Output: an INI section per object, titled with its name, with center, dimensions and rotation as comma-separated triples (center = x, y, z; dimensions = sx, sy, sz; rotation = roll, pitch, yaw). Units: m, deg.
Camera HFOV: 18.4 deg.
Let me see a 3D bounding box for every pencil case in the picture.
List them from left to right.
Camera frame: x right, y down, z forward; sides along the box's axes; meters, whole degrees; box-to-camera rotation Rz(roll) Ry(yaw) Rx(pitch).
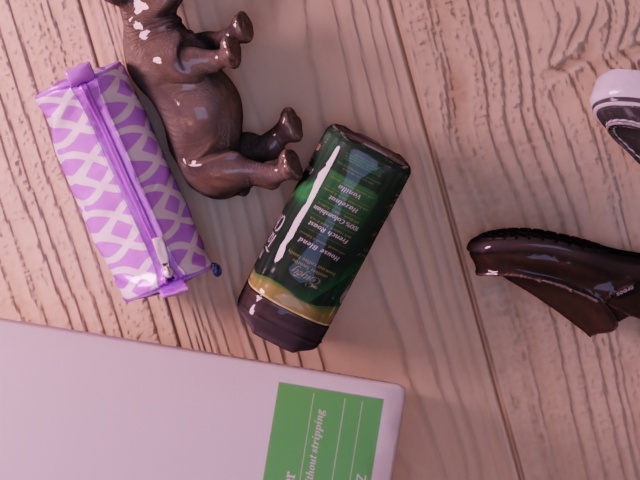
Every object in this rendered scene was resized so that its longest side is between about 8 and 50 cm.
[pencil case]
center = -0.162, -0.046, 1.620
dimensions = 0.086, 0.088, 0.206
rotation = -25, 96, 1

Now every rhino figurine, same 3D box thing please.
[rhino figurine]
center = -0.106, -0.143, 1.611
dimensions = 0.106, 0.073, 0.243
rotation = -24, 97, 25

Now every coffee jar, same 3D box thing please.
[coffee jar]
center = 0.000, 0.000, 1.623
dimensions = 0.079, 0.096, 0.184
rotation = 27, 96, -6

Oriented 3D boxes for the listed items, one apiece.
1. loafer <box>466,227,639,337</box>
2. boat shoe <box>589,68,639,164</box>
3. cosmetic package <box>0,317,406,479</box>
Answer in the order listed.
[loafer]
center = 0.226, 0.042, 1.639
dimensions = 0.220, 0.080, 0.078
rotation = 12, 97, -2
[boat shoe]
center = 0.344, -0.028, 1.608
dimensions = 0.306, 0.113, 0.105
rotation = 32, 72, -11
[cosmetic package]
center = -0.129, 0.181, 1.602
dimensions = 0.365, 0.155, 0.197
rotation = 8, 86, -2
